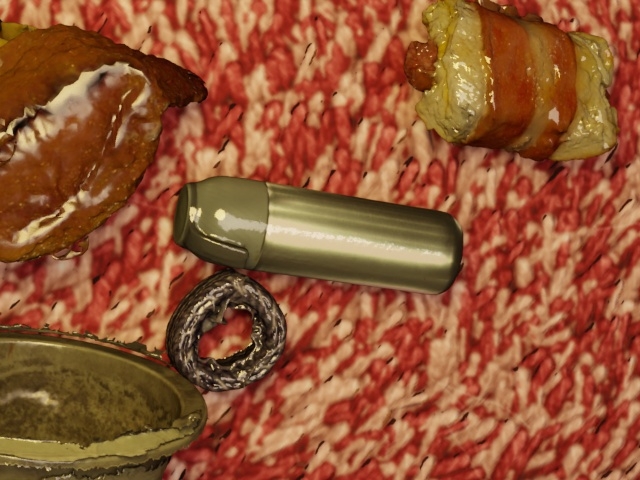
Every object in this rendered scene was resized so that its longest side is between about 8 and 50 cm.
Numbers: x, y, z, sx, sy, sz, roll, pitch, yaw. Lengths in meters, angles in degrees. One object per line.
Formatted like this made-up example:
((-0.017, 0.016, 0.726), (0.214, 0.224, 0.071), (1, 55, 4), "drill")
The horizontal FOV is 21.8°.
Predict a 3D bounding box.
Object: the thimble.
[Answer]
((-0.082, 0.081, 1.450), (0.095, 0.066, 0.104), (32, 89, -15), "thimble")

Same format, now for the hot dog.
((0.171, -0.140, 1.490), (0.213, 0.103, 0.146), (16, 69, -26), "hot dog")

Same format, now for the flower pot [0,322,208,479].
((-0.245, 0.220, 1.329), (0.290, 0.290, 0.259), (5, 106, -16), "flower pot")

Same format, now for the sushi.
((-0.239, -0.088, 1.354), (0.296, 0.179, 0.167), (-38, 120, -7), "sushi")

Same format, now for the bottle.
((0.000, 0.000, 1.452), (0.254, 0.096, 0.079), (10, 126, -17), "bottle")
